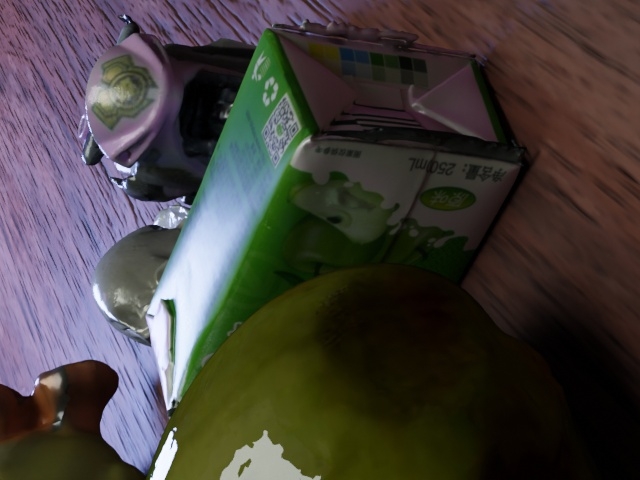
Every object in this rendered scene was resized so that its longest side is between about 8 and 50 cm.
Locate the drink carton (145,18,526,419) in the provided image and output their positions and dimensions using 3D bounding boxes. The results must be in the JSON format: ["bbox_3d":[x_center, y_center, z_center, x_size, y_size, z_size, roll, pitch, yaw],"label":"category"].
[{"bbox_3d":[0.000,0.000,1.001,0.108,0.161,0.271,-110,34,-43],"label":"drink carton"}]

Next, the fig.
[{"bbox_3d":[0.012,0.147,0.832,0.271,0.239,0.239,-32,43,8],"label":"fig"}]

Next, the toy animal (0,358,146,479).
[{"bbox_3d":[-0.258,0.300,1.482,0.191,0.216,0.338,83,175,-62],"label":"toy animal"}]

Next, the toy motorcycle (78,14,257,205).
[{"bbox_3d":[-0.122,-0.097,1.256,0.327,0.188,0.143,3,80,66],"label":"toy motorcycle"}]

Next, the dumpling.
[{"bbox_3d":[-0.137,0.030,1.379,0.127,0.108,0.188,-54,14,4],"label":"dumpling"}]
